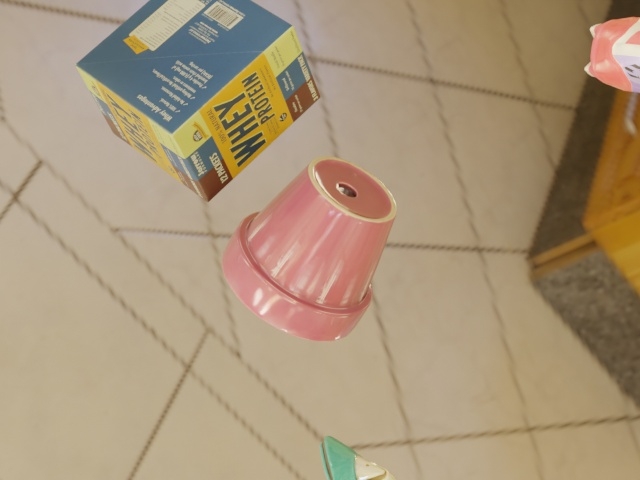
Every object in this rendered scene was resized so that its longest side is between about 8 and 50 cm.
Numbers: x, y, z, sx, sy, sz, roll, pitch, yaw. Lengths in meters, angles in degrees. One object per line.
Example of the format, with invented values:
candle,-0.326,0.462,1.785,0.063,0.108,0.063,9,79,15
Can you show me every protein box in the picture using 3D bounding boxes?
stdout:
protein box,-0.150,-0.196,1.773,0.201,0.200,0.136,-44,145,-15

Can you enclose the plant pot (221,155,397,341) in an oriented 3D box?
plant pot,0.000,0.000,1.856,0.201,0.180,0.201,24,32,-16

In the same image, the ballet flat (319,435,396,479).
ballet flat,0.065,0.344,1.850,0.083,0.087,0.247,50,18,-44

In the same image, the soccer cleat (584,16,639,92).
soccer cleat,0.356,-0.170,1.359,0.248,0.095,0.083,-1,103,-39
